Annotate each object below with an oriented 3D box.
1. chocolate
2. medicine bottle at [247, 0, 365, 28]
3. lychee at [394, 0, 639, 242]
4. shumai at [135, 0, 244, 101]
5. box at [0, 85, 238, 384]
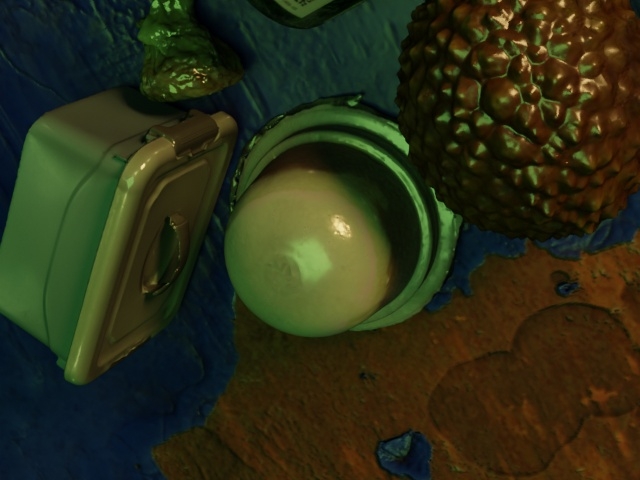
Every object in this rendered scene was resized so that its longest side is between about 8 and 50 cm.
[{"bbox_3d":[0.007,0.002,0.897,0.221,0.147,0.221,4,111,11],"label":"chocolate"},{"bbox_3d":[0.069,-0.255,0.739,0.293,0.141,0.141,-22,106,36],"label":"medicine bottle"},{"bbox_3d":[0.142,-0.096,0.791,0.200,0.238,0.200,-5,70,13],"label":"lychee"},{"bbox_3d":[-0.106,-0.155,0.902,0.083,0.082,0.080,-11,111,-5],"label":"shumai"},{"bbox_3d":[-0.166,-0.010,0.937,0.130,0.162,0.227,30,119,13],"label":"box"}]
